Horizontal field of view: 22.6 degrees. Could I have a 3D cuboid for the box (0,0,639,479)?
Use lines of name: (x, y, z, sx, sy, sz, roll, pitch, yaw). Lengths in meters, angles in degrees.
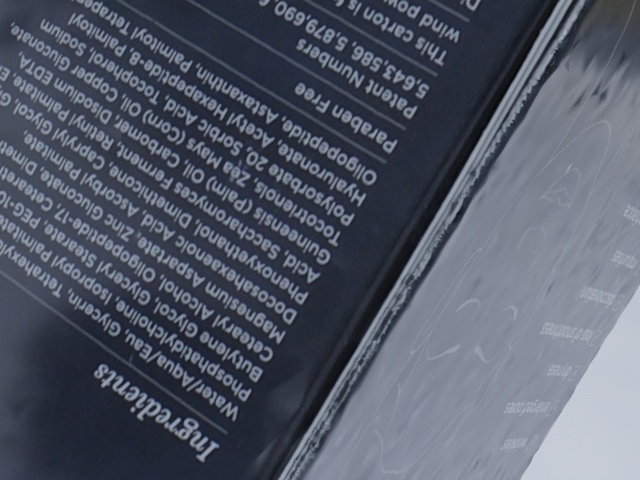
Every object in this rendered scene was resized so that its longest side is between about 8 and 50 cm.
box: (0.000, 0.000, 0.982, 0.297, 0.471, 0.480, 31, -174, 21)
